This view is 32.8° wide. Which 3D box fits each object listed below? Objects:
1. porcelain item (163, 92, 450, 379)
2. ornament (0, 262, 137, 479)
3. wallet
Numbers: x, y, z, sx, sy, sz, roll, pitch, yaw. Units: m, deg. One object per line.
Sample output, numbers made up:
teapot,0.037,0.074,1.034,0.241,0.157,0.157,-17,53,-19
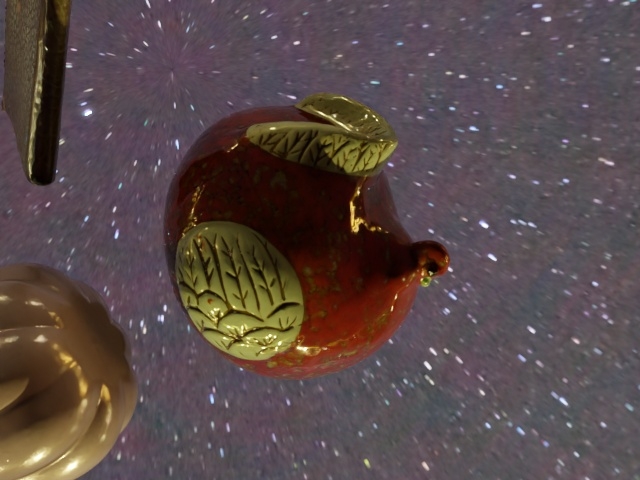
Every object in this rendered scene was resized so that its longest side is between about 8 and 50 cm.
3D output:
porcelain item,0.000,0.000,0.925,0.253,0.253,0.253,-1,-81,-8
ornament,-0.239,0.111,0.857,0.177,0.177,0.177,-1,-81,-8
wallet,-0.225,-0.181,0.873,0.039,0.133,0.243,-5,-54,-26
